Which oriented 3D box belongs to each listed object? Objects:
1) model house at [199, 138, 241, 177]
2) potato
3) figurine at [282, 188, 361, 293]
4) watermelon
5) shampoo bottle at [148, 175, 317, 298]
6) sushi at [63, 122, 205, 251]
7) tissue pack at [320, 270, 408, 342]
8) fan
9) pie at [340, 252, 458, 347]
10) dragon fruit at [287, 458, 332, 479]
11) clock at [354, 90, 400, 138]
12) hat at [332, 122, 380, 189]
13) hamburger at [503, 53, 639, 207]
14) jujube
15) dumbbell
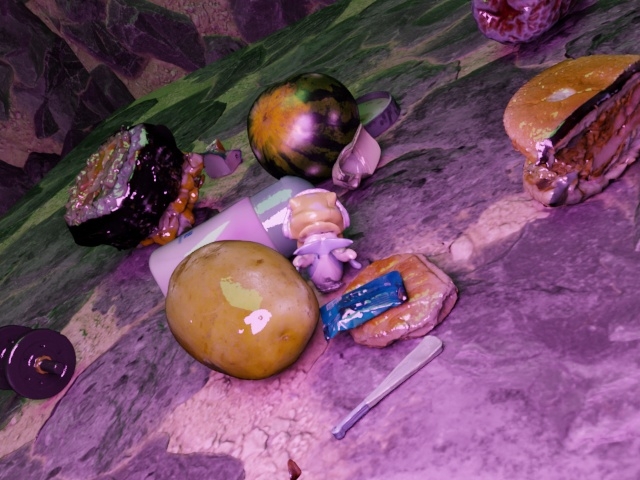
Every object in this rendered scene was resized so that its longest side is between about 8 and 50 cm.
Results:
[{"bbox_3d":[-0.293,-0.253,1.916,0.101,0.088,0.100,-5,39,36],"label":"model house"},{"bbox_3d":[-0.131,0.107,1.024,0.216,0.216,0.304,-40,25,-15],"label":"potato"},{"bbox_3d":[0.000,0.000,1.098,0.128,0.183,0.208,-11,0,-4],"label":"figurine"},{"bbox_3d":[-0.036,-0.254,1.472,0.269,0.269,0.269,-25,28,14],"label":"watermelon"},{"bbox_3d":[-0.147,0.002,1.254,0.349,0.151,0.222,-29,-4,3],"label":"shampoo bottle"},{"bbox_3d":[-0.460,-0.104,1.671,0.328,0.285,0.328,-17,52,37],"label":"sushi"},{"bbox_3d":[0.060,0.092,0.948,0.138,0.028,0.085,-26,28,9],"label":"tissue pack"},{"bbox_3d":[0.089,0.194,0.856,0.193,0.016,0.038,-38,25,-15],"label":"fan"},{"bbox_3d":[0.109,0.090,0.976,0.195,0.046,0.195,-23,28,13],"label":"pie"},{"bbox_3d":[-0.018,0.340,0.644,0.282,0.100,0.343,-34,28,-13],"label":"dragon fruit"},{"bbox_3d":[0.093,-0.306,1.648,0.226,0.049,0.226,-23,29,14],"label":"clock"},{"bbox_3d":[0.068,-0.177,1.378,0.081,0.122,0.166,2,64,36],"label":"hat"},{"bbox_3d":[0.394,-0.181,0.993,0.288,0.167,0.192,-37,29,-9],"label":"hamburger"},{"bbox_3d":[0.494,-0.593,1.529,0.226,0.226,0.317,-2,32,44],"label":"jujube"},{"bbox_3d":[-0.619,0.252,1.353,0.325,0.143,0.143,-3,39,44],"label":"dumbbell"}]
